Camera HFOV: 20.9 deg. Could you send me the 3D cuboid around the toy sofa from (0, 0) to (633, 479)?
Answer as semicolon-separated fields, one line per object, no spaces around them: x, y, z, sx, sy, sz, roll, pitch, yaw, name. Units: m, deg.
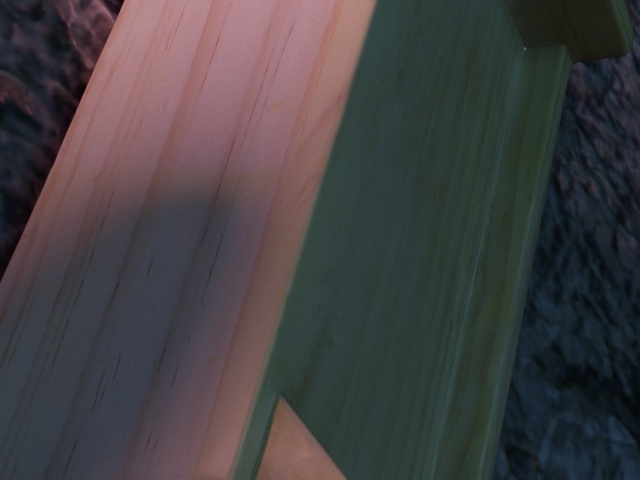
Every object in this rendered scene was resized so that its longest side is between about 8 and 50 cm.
0.000;0.000;0.666;0.150;0.177;0.363;58;37;-43;toy sofa
